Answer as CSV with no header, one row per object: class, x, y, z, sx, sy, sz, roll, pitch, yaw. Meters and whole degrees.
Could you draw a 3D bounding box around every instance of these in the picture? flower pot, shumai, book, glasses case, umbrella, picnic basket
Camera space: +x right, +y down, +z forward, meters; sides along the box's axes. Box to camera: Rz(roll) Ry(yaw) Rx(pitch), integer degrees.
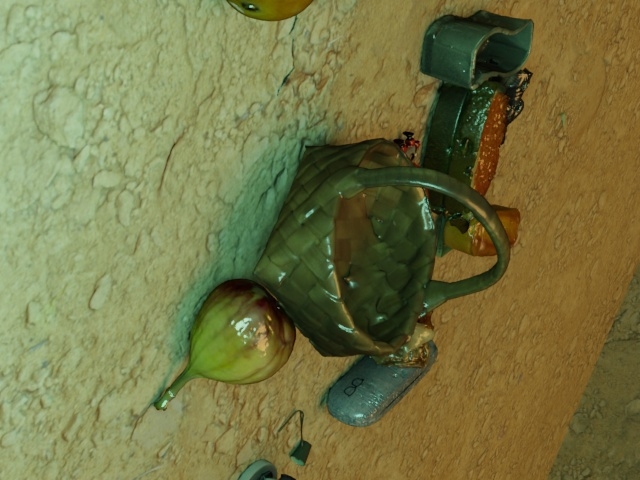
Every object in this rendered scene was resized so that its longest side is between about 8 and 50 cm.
flower pot,0.282,-0.346,1.792,0.229,0.108,0.103,-27,132,-49
shumai,0.158,0.173,1.906,0.145,0.145,0.116,-41,174,-37
book,0.279,-0.042,2.083,0.103,0.017,0.135,-32,138,-44
glasses case,0.123,0.265,1.957,0.282,0.109,0.067,-37,141,-39
umbrella,0.362,-0.245,2.035,0.071,0.080,0.224,-85,-172,-67
picnic basket,0.118,0.001,1.460,0.337,0.337,0.293,-54,130,-20

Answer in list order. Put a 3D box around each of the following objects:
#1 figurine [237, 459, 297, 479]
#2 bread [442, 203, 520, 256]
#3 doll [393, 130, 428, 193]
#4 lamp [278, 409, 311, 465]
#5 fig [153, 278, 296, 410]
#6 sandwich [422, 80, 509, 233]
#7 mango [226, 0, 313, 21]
figurine,-0.036,0.496,1.739,0.133,0.236,0.176,-20,126,-52
bread,0.344,-0.025,2.090,0.246,0.094,0.102,-3,111,-58
doll,0.159,-0.112,1.806,0.109,0.057,0.169,-44,144,-38
lamp,-0.038,0.363,1.850,0.054,0.041,0.121,-58,152,-30
fig,-0.134,0.166,1.451,0.230,0.143,0.160,-57,149,-16
sandwich,0.278,-0.189,1.902,0.212,0.109,0.292,-52,153,-39
mango,-0.066,-0.386,1.191,0.175,0.139,0.254,-45,137,-53
